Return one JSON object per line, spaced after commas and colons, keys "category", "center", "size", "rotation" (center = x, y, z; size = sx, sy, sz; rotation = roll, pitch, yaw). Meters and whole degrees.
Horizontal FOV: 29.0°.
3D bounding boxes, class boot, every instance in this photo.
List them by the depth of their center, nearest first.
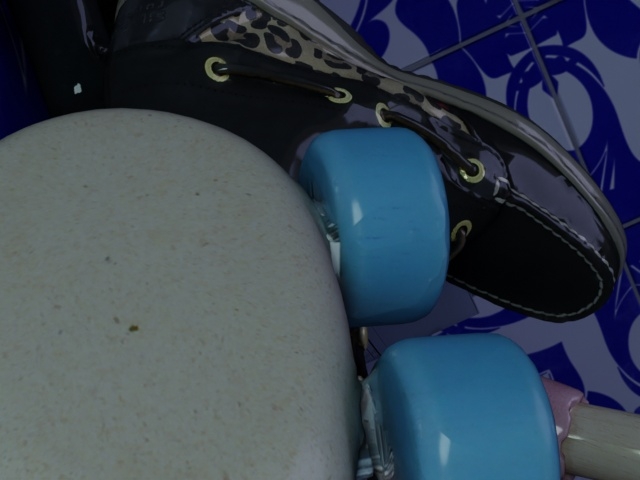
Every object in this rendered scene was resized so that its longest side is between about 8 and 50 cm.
{"category": "boot", "center": [0.019, 0.017, 0.718], "size": [0.377, 0.138, 0.284], "rotation": [33, 44, -21]}
{"category": "boot", "center": [-0.121, -0.079, 0.866], "size": [0.246, 0.094, 0.207], "rotation": [35, 34, -66]}

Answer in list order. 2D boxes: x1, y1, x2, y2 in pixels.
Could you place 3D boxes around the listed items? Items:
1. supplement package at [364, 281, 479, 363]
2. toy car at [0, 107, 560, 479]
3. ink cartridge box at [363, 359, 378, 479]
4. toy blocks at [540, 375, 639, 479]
{"category": "supplement package", "center": [0.000, 0.000, 1.085], "size": [0.149, 0.203, 0.194], "rotation": [55, 12, -57]}
{"category": "toy car", "center": [-0.066, 0.098, 0.438], "size": [0.210, 0.219, 0.238], "rotation": [-109, -159, -48]}
{"category": "ink cartridge box", "center": [0.061, 0.144, 1.414], "size": [0.211, 0.121, 0.289], "rotation": [55, 13, -60]}
{"category": "toy blocks", "center": [0.052, 0.256, 0.683], "size": [0.288, 0.260, 0.309], "rotation": [-34, 128, -55]}
